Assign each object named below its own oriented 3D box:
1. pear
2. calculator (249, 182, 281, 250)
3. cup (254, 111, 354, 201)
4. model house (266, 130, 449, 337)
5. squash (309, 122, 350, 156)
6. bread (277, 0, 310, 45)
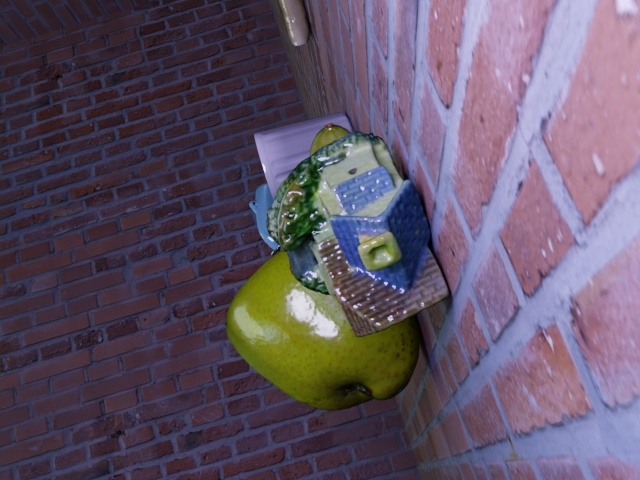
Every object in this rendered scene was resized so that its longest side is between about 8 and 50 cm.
[{"bbox_3d":[0.043,0.156,1.240,0.318,0.342,0.239,51,143,25],"label":"pear"},{"bbox_3d":[0.000,0.000,1.525,0.386,0.054,0.256,27,-148,-27],"label":"calculator"},{"bbox_3d":[-0.024,-0.174,1.440,0.221,0.201,0.167,-140,33,-90],"label":"cup"},{"bbox_3d":[0.050,0.007,0.835,0.189,0.195,0.214,-120,9,-53],"label":"model house"},{"bbox_3d":[0.035,-0.131,1.278,0.123,0.123,0.187,-108,1,-76],"label":"squash"},{"bbox_3d":[-0.072,-0.574,1.629,0.139,0.060,0.178,-105,-1,-59],"label":"bread"}]
